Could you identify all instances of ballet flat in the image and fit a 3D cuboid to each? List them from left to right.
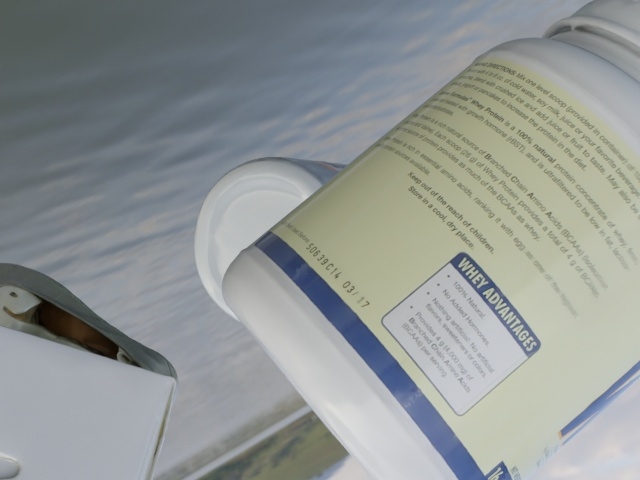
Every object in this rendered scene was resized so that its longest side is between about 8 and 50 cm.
[{"bbox_3d":[-0.207,0.074,0.747,0.072,0.213,0.068,-65,165,4],"label":"ballet flat"}]

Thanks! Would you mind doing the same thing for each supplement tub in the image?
[{"bbox_3d":[0.000,0.000,1.184,0.194,0.193,0.316,-34,169,19],"label":"supplement tub"},{"bbox_3d":[0.123,0.013,0.659,0.325,0.235,0.235,-40,173,-7],"label":"supplement tub"}]

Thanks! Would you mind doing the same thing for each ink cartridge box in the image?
[{"bbox_3d":[-0.233,0.172,0.678,0.289,0.211,0.121,121,-16,-54],"label":"ink cartridge box"}]
